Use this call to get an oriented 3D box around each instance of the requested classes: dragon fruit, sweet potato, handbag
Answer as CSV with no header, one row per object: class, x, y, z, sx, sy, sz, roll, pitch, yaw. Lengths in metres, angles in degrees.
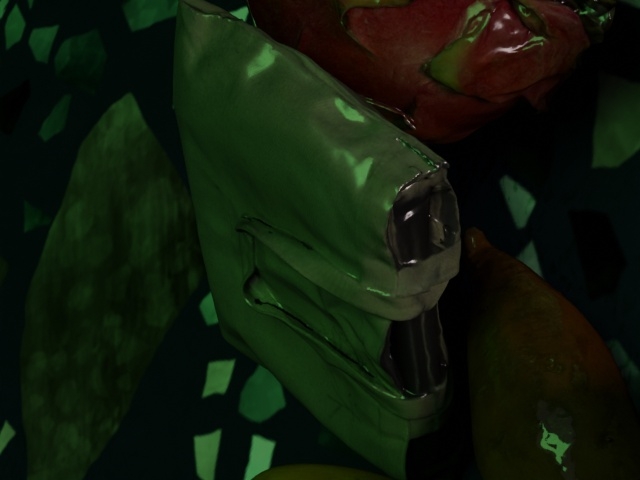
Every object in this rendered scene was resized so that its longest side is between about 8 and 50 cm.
dragon fruit,0.065,-0.192,1.340,0.250,0.250,0.315,-51,32,13
sweet potato,0.153,0.130,1.208,0.112,0.112,0.359,-37,53,24
handbag,0.003,0.005,1.294,0.109,0.315,0.253,-29,45,-25

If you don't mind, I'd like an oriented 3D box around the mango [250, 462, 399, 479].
mango,0.043,0.227,1.257,0.253,0.113,0.138,12,102,38
